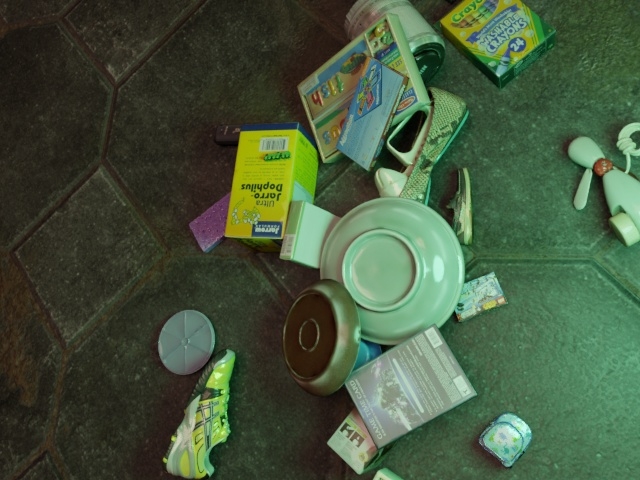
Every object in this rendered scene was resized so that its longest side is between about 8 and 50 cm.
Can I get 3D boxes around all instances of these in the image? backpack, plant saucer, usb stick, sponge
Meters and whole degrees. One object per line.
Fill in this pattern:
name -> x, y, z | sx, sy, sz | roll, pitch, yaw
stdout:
backpack -> 0.463, 0.488, 1.486 | 0.105, 0.084, 0.114 | 40, 88, 22
plant saucer -> -0.015, 0.252, 1.590 | 0.311, 0.050, 0.310 | -19, 65, 49
plant saucer -> 0.170, 0.079, 1.577 | 0.401, 0.100, 0.400 | -1, 87, 23
usb stick -> -0.227, -0.353, 1.994 | 0.278, 0.045, 0.077 | 3, 77, 21
sponge -> -0.321, -0.067, 1.956 | 0.210, 0.031, 0.117 | -37, 66, 7

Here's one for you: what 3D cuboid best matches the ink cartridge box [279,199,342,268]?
ink cartridge box -> 0.000, 0.000, 1.730 | 0.056, 0.235, 0.171 | 0, 74, 44

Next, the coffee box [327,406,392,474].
coffee box -> 0.172, 0.444, 1.558 | 0.119, 0.168, 0.297 | 37, 90, 25

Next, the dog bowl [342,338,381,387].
dog bowl -> 0.051, 0.290, 1.697 | 0.297, 0.074, 0.166 | 40, 91, 25

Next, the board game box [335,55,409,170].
board game box -> 0.139, -0.351, 1.676 | 0.145, 0.027, 0.281 | 41, 125, 31

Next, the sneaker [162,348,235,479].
sneaker -> -0.320, 0.506, 1.756 | 0.147, 0.145, 0.384 | 21, 85, 3

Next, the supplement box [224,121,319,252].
supplement box -> -0.140, -0.154, 1.824 | 0.195, 0.194, 0.356 | 2, 76, 20

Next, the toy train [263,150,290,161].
toy train -> -0.124, -0.243, 1.728 | 0.083, 0.017, 0.023 | -4, 64, 18

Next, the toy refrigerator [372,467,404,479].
toy refrigerator -> 0.134, 0.731, 1.532 | 0.102, 0.094, 0.269 | 28, 85, 25

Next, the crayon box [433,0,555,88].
crayon box -> 0.505, -0.632, 1.786 | 0.203, 0.083, 0.323 | -39, 66, 6

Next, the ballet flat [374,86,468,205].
ballet flat -> 0.256, -0.219, 1.707 | 0.182, 0.164, 0.482 | 26, 81, -12

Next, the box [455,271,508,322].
box -> 0.423, 0.155, 1.624 | 0.137, 0.027, 0.093 | -23, 67, 13

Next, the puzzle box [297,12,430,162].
puzzle box -> 0.109, -0.426, 1.748 | 0.409, 0.052, 0.272 | -27, 79, 45

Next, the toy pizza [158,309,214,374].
toy pizza -> -0.417, 0.319, 1.882 | 0.202, 0.032, 0.201 | -6, 72, 18

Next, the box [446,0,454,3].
box -> 0.414, -0.798, 1.882 | 0.083, 0.052, 0.062 | -47, 64, 3

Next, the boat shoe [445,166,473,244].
boat shoe -> 0.387, -0.096, 1.680 | 0.074, 0.080, 0.223 | -3, 78, 14

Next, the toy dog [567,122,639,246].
toy dog -> 0.766, -0.118, 1.535 | 0.220, 0.161, 0.333 | -13, 56, 19

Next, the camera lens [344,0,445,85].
camera lens -> 0.223, -0.590, 1.801 | 0.219, 0.219, 0.274 | -35, 66, 8

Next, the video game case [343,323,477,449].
video game case -> 0.211, 0.355, 1.464 | 0.274, 0.026, 0.196 | -33, 66, 10
